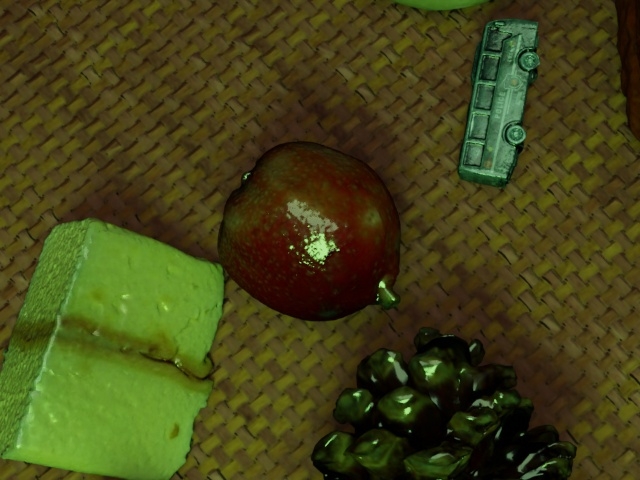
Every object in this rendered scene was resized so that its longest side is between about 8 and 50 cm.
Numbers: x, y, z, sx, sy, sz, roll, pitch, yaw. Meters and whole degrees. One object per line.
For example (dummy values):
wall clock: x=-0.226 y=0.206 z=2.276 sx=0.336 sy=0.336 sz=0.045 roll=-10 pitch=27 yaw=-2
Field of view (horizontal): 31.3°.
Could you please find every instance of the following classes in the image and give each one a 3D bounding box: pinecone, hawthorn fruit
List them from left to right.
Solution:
hawthorn fruit: x=0.000 y=0.000 z=1.064 sx=0.188 sy=0.169 sz=0.169 roll=41 pitch=84 yaw=6
pinecone: x=0.096 y=0.211 z=0.986 sx=0.243 sy=0.243 sz=0.257 roll=-28 pitch=49 yaw=-2

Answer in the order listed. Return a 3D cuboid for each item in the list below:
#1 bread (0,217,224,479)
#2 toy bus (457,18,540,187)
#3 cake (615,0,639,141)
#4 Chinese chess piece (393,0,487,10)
bread: x=-0.204 y=0.116 z=1.117 sx=0.178 sy=0.135 sz=0.240 roll=21 pitch=79 yaw=-27
toy bus: x=0.178 y=-0.137 z=1.131 sx=0.065 sy=0.047 sz=0.166 roll=10 pitch=80 yaw=9
cake: x=0.442 y=-0.227 z=1.018 sx=0.319 sy=0.269 sz=0.270 roll=-1 pitch=79 yaw=5
Chinese chess piece: x=0.123 y=-0.355 z=1.151 sx=0.250 sy=0.097 sz=0.251 roll=-1 pitch=79 yaw=4
